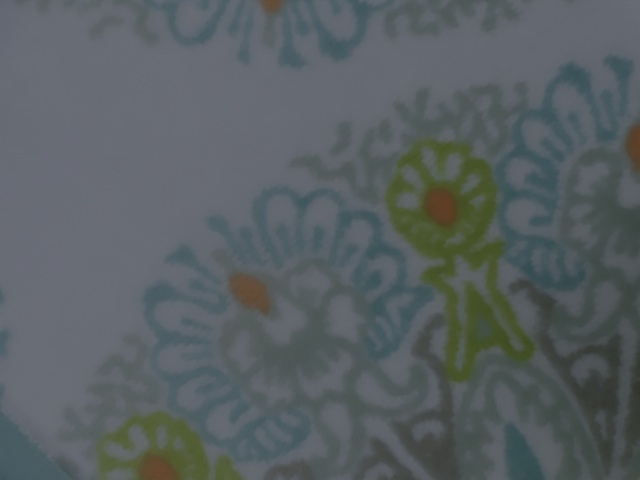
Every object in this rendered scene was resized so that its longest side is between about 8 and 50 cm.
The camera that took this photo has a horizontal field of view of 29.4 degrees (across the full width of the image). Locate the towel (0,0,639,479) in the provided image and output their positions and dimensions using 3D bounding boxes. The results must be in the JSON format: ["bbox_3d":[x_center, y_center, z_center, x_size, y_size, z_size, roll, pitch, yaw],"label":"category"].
[{"bbox_3d":[0.000,0.000,0.496,0.320,0.374,0.090,-44,-1,2],"label":"towel"}]
